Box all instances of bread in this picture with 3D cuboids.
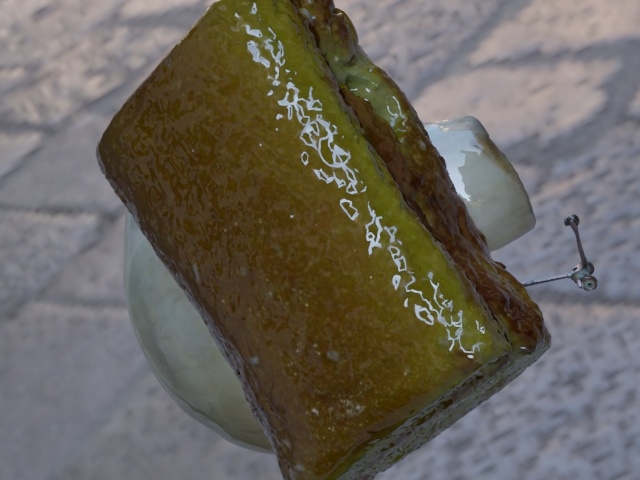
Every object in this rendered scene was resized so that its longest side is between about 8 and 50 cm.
[{"bbox_3d":[0.000,0.000,0.718,0.103,0.172,0.132,-19,-19,-50],"label":"bread"}]

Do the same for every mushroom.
[{"bbox_3d":[0.015,0.009,1.099,0.234,0.254,0.260,-17,37,17],"label":"mushroom"}]

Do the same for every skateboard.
[{"bbox_3d":[0.169,0.017,1.458,0.083,0.064,0.032,-15,26,9],"label":"skateboard"}]
